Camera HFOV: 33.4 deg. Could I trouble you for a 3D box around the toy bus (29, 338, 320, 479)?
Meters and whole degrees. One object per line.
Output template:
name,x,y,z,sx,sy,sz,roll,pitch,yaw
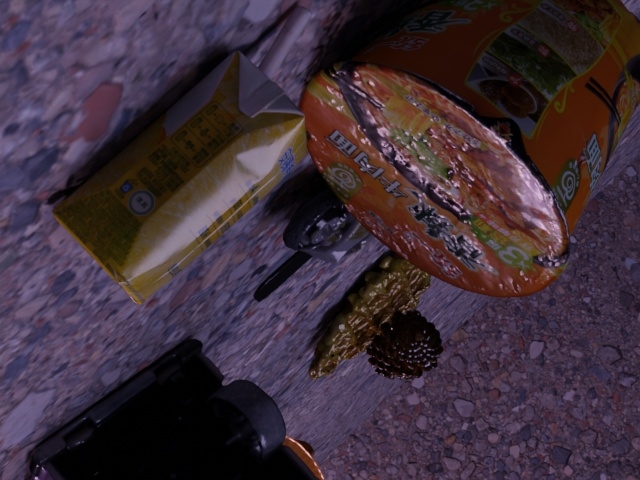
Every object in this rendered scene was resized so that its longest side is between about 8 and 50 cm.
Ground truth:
toy bus,-0.070,0.345,1.003,0.209,0.440,0.249,-36,165,-38

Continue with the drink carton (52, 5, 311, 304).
drink carton,-0.060,-0.054,0.639,0.200,0.074,0.084,-42,167,-8

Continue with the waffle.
waffle,0.082,0.097,1.549,0.243,0.059,0.238,-29,158,-48

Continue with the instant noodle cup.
instant noodle cup,0.128,-0.097,0.801,0.182,0.230,0.230,-49,169,-24

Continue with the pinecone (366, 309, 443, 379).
pinecone,0.116,0.155,1.543,0.109,0.102,0.102,-24,178,28

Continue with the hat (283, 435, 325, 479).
hat,-0.077,0.398,1.694,0.233,0.244,0.233,-39,-179,7

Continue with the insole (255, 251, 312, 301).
insole,0.000,0.000,1.125,0.188,0.004,0.064,-42,166,-15

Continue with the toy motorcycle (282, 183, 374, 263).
toy motorcycle,0.047,-0.046,0.988,0.225,0.073,0.152,-39,167,-22
